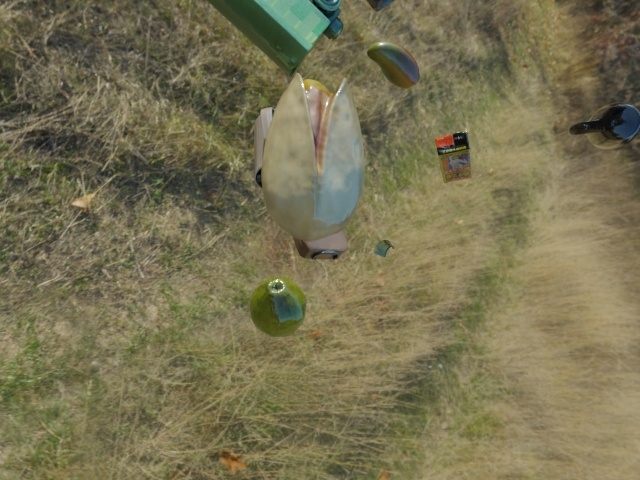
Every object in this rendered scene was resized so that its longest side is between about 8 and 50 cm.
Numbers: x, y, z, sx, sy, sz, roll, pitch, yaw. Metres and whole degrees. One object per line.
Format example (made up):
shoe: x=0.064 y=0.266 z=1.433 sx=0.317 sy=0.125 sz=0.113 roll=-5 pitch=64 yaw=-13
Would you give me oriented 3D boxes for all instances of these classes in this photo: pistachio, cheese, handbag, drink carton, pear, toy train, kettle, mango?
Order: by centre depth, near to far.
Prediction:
pistachio: x=-0.012 y=-0.147 z=0.759 sx=0.187 sy=0.187 sz=0.299 roll=-1 pitch=95 yaw=-48
toy train: x=-0.097 y=-0.515 z=0.893 sx=0.301 sy=0.120 sz=0.202 roll=40 pitch=69 yaw=-13
drink carton: x=0.314 y=-0.193 z=0.987 sx=0.165 sy=0.071 sz=0.056 roll=36 pitch=45 yaw=-65
kettle: x=0.887 y=-0.360 z=1.308 sx=0.232 sy=0.202 sz=0.144 roll=-16 pitch=108 yaw=-60
handbag: x=0.000 y=0.000 z=1.516 sx=0.193 sy=0.072 sz=0.151 roll=7 pitch=54 yaw=-33
pear: x=-0.154 y=0.240 z=1.519 sx=0.212 sy=0.269 sz=0.212 roll=4 pitch=45 yaw=-4
cheese: x=0.244 y=0.022 z=1.573 sx=0.060 sy=0.084 sz=0.041 roll=26 pitch=45 yaw=-23
mango: x=0.332 y=-0.777 z=1.850 sx=0.289 sy=0.146 sz=0.129 roll=23 pitch=79 yaw=-49

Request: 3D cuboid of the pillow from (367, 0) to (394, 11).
pillow: x=0.201 y=-0.721 z=0.971 sx=0.228 sy=0.326 sz=0.101 roll=54 pitch=2 yaw=-6

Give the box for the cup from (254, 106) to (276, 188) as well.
cup: x=-0.173 y=-0.351 z=1.612 sx=0.288 sy=0.208 sz=0.273 roll=25 pitch=52 yaw=-47
